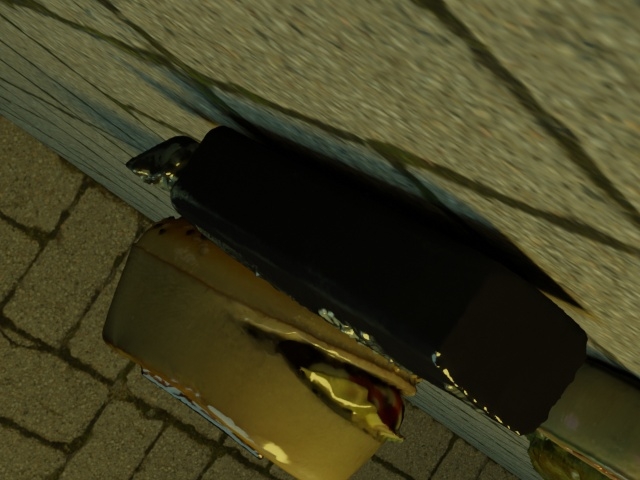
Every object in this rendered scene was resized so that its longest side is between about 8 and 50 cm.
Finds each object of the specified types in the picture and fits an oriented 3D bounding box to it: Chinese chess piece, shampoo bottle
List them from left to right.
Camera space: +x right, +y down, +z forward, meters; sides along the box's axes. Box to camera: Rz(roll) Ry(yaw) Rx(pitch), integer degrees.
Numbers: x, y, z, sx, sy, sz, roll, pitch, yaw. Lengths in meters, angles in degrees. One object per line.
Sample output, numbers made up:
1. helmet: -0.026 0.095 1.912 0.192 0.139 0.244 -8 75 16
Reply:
1. shampoo bottle: 0.000 0.000 0.725 0.098 0.071 0.309 34 177 -42
2. Chinese chess piece: 0.183 0.118 0.779 0.122 0.051 0.122 33 174 4

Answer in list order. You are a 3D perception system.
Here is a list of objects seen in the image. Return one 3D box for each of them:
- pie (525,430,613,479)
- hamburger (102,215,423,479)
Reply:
1. pie: 0.299 0.230 1.015 0.323 0.070 0.323 32 176 3
2. hamburger: -0.046 0.089 1.197 0.300 0.176 0.300 34 176 3
